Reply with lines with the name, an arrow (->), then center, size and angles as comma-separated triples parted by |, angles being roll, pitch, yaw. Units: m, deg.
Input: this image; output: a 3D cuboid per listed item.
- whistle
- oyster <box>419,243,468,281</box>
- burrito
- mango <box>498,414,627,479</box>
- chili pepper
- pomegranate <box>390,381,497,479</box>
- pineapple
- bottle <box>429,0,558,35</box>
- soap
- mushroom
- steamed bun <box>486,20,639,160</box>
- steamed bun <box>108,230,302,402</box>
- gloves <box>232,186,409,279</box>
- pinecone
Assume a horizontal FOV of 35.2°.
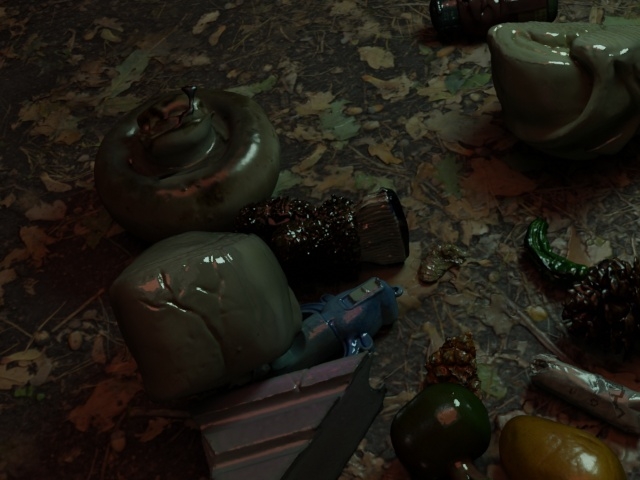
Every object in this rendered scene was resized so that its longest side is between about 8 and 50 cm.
whistle -> 0.028, 0.150, 1.721 | 0.269, 0.093, 0.180 | -32, 43, -9
oyster -> 0.218, 0.038, 1.809 | 0.081, 0.038, 0.083 | 10, 50, 17
burrito -> 0.418, 0.234, 1.576 | 0.203, 0.064, 0.064 | 25, 57, 29
mango -> 0.350, 0.332, 1.470 | 0.147, 0.109, 0.227 | -29, 39, -11
chili pepper -> 0.405, 0.025, 1.775 | 0.073, 0.050, 0.182 | -26, 45, -2
pomegranate -> 0.197, 0.310, 1.507 | 0.152, 0.131, 0.191 | -42, 57, 8
pineapple -> 0.232, 0.219, 1.637 | 0.114, 0.077, 0.114 | -42, 57, 20
bottle -> 0.375, -0.524, 2.222 | 0.271, 0.156, 0.143 | -10, 80, 3
soap -> -0.018, 0.330, 1.510 | 0.302, 0.159, 0.258 | -18, 44, -1
mushroom -> -0.259, -0.166, 1.918 | 0.362, 0.294, 0.362 | -7, 49, 8
steamed bun -> 0.485, -0.281, 1.900 | 0.368, 0.255, 0.342 | -8, 20, -35
steamed bun -> -0.162, 0.101, 1.594 | 0.236, 0.247, 0.383 | -16, 3, 7
gloves -> -0.001, -0.008, 1.783 | 0.312, 0.210, 0.135 | -8, 70, 5
pinecone -> 0.471, 0.106, 1.623 | 0.174, 0.173, 0.173 | -6, 47, 6
